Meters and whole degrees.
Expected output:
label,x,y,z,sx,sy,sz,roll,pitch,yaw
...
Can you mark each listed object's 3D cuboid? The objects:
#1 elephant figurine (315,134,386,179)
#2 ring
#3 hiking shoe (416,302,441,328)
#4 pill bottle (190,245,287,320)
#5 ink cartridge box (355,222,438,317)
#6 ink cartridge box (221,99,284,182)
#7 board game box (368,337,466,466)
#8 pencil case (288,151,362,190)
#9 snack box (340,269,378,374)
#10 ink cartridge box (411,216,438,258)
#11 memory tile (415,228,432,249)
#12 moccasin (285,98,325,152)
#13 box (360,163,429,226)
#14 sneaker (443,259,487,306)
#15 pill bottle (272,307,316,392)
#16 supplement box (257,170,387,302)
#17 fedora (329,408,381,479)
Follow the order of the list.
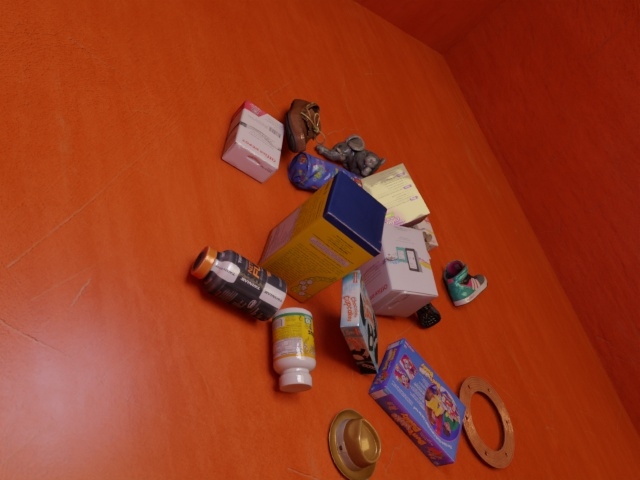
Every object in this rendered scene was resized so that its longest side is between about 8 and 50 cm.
label,x,y,z,sx,sy,sz,roll,pitch,yaw
elephant figurine,0.129,-0.362,1.960,0.239,0.169,0.186,42,8,9
ring,0.633,0.694,1.788,0.336,0.032,0.336,26,46,-30
hiking shoe,0.395,0.251,1.791,0.227,0.086,0.114,56,9,-45
pill bottle,-0.222,0.110,1.253,0.246,0.130,0.130,33,43,-25
ink cartridge box,0.259,0.111,1.666,0.197,0.198,0.270,10,55,-25
ink cartridge box,-0.227,-0.341,1.602,0.172,0.100,0.237,30,44,-28
board game box,0.332,0.535,1.555,0.347,0.078,0.233,49,39,-7
pencil case,0.024,-0.228,1.767,0.306,0.119,0.133,17,75,-38
snack box,0.124,0.258,1.422,0.322,0.060,0.187,67,21,-48
ink cartridge box,0.460,-0.020,2.102,0.115,0.067,0.198,9,57,-42
memory tile,0.424,0.030,2.001,0.113,0.012,0.148,17,92,-33
moccasin,-0.054,-0.436,1.763,0.147,0.139,0.380,0,28,3
box,0.286,-0.158,1.906,0.213,0.117,0.243,-23,76,-14
sneaker,0.657,0.168,2.134,0.295,0.124,0.178,-26,92,-50
pill bottle,-0.073,0.301,1.277,0.117,0.117,0.208,21,48,-35
supplement box,0.000,0.000,1.379,0.195,0.356,0.194,37,42,-20
fedora,0.112,0.566,1.303,0.194,0.079,0.194,27,45,-31
